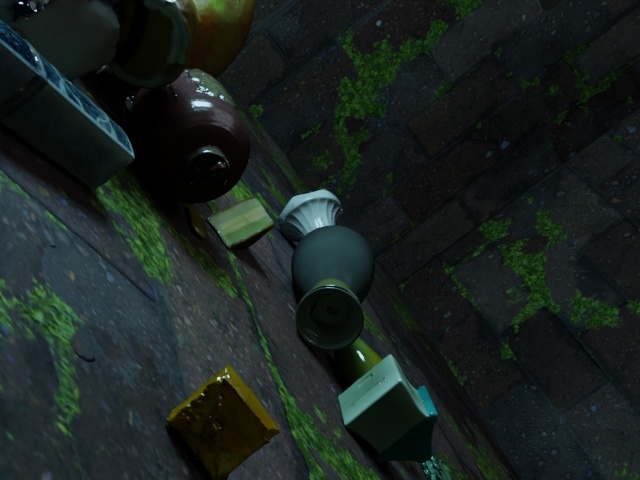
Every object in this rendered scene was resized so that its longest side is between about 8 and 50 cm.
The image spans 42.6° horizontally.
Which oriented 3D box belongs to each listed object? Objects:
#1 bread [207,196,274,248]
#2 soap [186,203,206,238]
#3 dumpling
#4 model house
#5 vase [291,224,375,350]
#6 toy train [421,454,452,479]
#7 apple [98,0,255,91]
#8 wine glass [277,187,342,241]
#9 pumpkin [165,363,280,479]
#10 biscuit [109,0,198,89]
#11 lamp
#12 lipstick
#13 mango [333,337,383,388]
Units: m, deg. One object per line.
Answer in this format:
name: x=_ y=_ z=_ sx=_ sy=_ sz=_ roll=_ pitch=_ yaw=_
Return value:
bread: x=-0.160 y=-0.015 z=1.459 sx=0.074 sy=0.084 sz=0.139 roll=54 pitch=37 yaw=3
soap: x=-0.196 y=-0.031 z=1.292 sx=0.034 sy=0.012 sz=0.089 roll=48 pitch=8 yaw=-33
dumpling: x=-0.349 y=-0.296 z=0.990 sx=0.204 sy=0.163 sz=0.293 roll=56 pitch=13 yaw=11
model house: x=0.121 y=0.287 z=1.334 sx=0.149 sy=0.127 sz=0.100 roll=48 pitch=8 yaw=-15
vase: x=0.023 y=0.090 z=1.556 sx=0.173 sy=0.173 sz=0.321 roll=52 pitch=10 yaw=-11
toy train: x=0.227 y=0.458 z=1.557 sx=0.071 sy=0.038 sz=0.148 roll=51 pitch=8 yaw=-11
apple: x=-0.282 y=-0.414 z=1.386 sx=0.339 sy=0.339 sz=0.339 roll=52 pitch=7 yaw=-8
wine glass: x=0.000 y=0.000 z=1.946 sx=0.165 sy=0.165 sz=0.196 roll=44 pitch=19 yaw=-52
pumpkin: x=-0.087 y=0.166 z=0.744 sx=0.083 sy=0.074 sz=0.054 roll=53 pitch=1 yaw=0
biscuit: x=-0.314 y=-0.349 z=1.092 sx=0.343 sy=0.287 sz=0.057 roll=34 pitch=55 yaw=-12
lamp: x=-0.204 y=-0.159 z=1.245 sx=0.180 sy=0.180 sz=0.258 roll=48 pitch=9 yaw=-39
lipstick: x=-0.312 y=-0.157 z=0.872 sx=0.077 sy=0.076 sz=0.290 roll=55 pitch=4 yaw=36
mango: x=0.095 y=0.251 z=1.494 sx=0.195 sy=0.092 sz=0.130 roll=51 pitch=7 yaw=27
